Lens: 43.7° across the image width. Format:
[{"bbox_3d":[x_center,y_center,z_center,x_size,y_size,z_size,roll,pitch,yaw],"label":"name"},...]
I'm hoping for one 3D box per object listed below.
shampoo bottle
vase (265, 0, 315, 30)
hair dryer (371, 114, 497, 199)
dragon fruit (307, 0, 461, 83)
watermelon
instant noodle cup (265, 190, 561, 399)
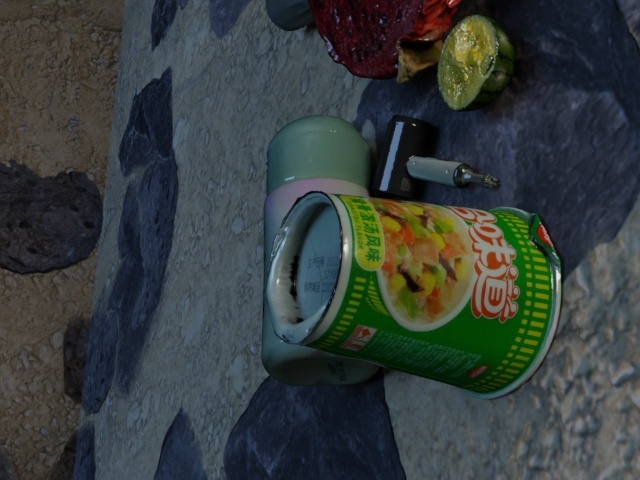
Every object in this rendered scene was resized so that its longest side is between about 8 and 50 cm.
[{"bbox_3d":[0.000,0.000,1.027,0.222,0.151,0.350,78,-169,-65],"label":"shampoo bottle"},{"bbox_3d":[-0.005,-0.406,1.306,0.214,0.086,0.086,2,82,58],"label":"vase"},{"bbox_3d":[0.139,-0.088,0.938,0.197,0.057,0.101,23,100,54],"label":"hair dryer"},{"bbox_3d":[0.108,-0.309,0.996,0.317,0.151,0.205,29,126,53],"label":"dragon fruit"},{"bbox_3d":[0.176,-0.193,0.879,0.105,0.062,0.106,-11,77,63],"label":"watermelon"},{"bbox_3d":[0.081,0.040,0.783,0.207,0.232,0.207,-35,49,53],"label":"instant noodle cup"}]
